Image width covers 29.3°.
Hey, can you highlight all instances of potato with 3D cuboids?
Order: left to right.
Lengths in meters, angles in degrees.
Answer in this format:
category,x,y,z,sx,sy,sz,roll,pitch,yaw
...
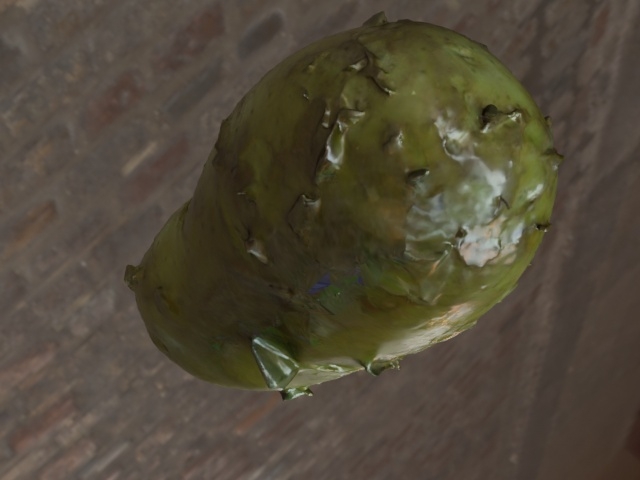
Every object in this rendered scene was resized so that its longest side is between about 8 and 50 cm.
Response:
category,x,y,z,sx,sy,sz,roll,pitch,yaw
potato,0.000,0.000,0.460,0.090,0.117,0.225,-44,-175,-39
